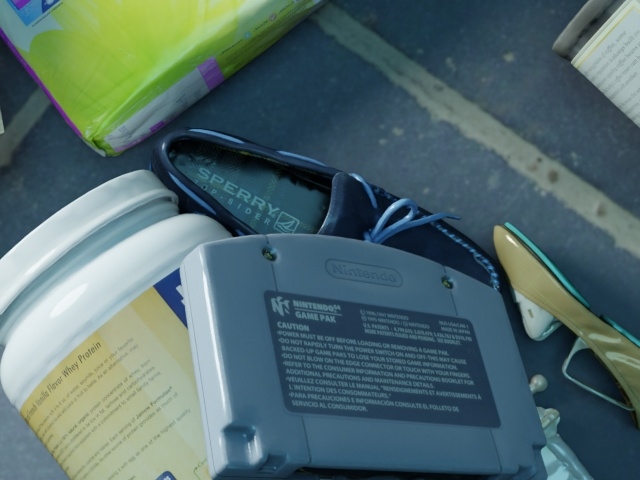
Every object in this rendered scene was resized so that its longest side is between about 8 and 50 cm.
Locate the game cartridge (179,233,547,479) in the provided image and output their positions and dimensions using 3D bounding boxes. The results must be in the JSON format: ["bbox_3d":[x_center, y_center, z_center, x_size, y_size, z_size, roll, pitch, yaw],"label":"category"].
[{"bbox_3d":[0.035,0.093,0.868,0.297,0.062,0.198,10,48,-33],"label":"game cartridge"}]

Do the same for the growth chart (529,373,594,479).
[{"bbox_3d":[0.193,0.265,1.024,0.172,0.021,0.237,-31,84,-4],"label":"growth chart"}]

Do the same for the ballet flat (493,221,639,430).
[{"bbox_3d":[0.229,0.082,1.023,0.232,0.080,0.073,42,95,5],"label":"ballet flat"}]

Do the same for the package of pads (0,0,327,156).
[{"bbox_3d":[-0.152,-0.244,1.047,0.296,0.101,0.229,-39,83,-4],"label":"package of pads"}]

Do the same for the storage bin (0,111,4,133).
[{"bbox_3d":[-0.431,-0.158,0.978,0.262,0.123,0.260,-14,82,19],"label":"storage bin"}]

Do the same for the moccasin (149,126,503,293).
[{"bbox_3d":[0.000,0.000,1.007,0.341,0.117,0.138,19,82,0],"label":"moccasin"}]

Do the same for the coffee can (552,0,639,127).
[{"bbox_3d":[0.372,-0.149,0.992,0.275,0.201,0.201,45,84,5],"label":"coffee can"}]

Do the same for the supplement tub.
[{"bbox_3d":[-0.116,0.122,0.934,0.228,0.228,0.316,-39,85,-6],"label":"supplement tub"}]
